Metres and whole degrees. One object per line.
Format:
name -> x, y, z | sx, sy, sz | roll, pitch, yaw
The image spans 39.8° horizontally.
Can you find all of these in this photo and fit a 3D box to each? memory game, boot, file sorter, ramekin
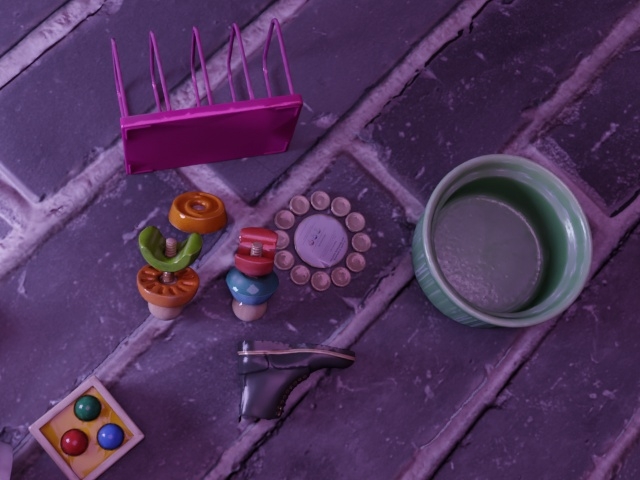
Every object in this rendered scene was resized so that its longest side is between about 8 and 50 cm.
memory game -> 0.000, 0.000, 1.579 | 0.186, 0.012, 0.186 | 3, 75, -10
boot -> -0.042, 0.240, 1.488 | 0.198, 0.077, 0.137 | 2, 80, 4
file sorter -> -0.202, -0.251, 1.507 | 0.291, 0.202, 0.182 | -10, 75, -13
ramekin -> 0.307, 0.013, 1.561 | 0.303, 0.148, 0.303 | 3, 76, -10

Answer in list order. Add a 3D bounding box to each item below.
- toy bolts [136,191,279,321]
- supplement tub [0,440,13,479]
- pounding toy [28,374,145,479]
toy bolts -> -0.179, 0.044, 1.499 | 0.229, 0.158, 0.218 | 11, 34, 2
supplement tub -> -0.628, 0.344, 1.230 | 0.331, 0.241, 0.241 | 21, 73, -24
pounding toy -> -0.359, 0.350, 1.383 | 0.181, 0.094, 0.206 | -39, 86, -17
